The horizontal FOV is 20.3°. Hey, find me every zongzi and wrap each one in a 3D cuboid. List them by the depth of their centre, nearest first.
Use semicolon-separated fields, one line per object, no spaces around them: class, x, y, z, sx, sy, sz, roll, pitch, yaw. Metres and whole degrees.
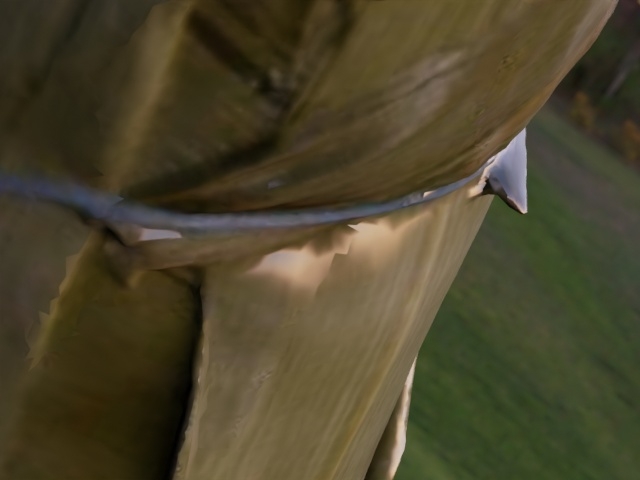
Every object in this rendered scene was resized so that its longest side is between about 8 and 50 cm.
zongzi;-0.066;-0.140;0.415;0.174;0.393;0.356;-19;59;-39
